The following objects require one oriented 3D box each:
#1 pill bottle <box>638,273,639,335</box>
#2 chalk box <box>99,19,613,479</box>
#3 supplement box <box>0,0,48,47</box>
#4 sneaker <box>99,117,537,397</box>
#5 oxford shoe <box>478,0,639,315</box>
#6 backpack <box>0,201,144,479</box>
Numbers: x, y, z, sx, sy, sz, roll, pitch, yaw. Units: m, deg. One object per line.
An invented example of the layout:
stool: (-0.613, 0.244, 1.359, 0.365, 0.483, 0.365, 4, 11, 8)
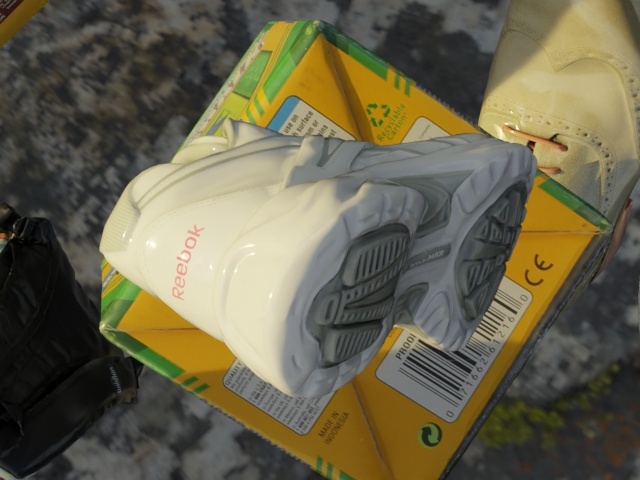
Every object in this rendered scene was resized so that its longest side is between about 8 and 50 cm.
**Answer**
pill bottle: (0.425, 0.035, 1.080, 0.392, 0.224, 0.224, -10, 109, -19)
chalk box: (0.000, 0.000, 0.908, 0.179, 0.289, 0.180, 34, 91, -11)
supplement box: (-0.283, -0.191, 1.046, 0.194, 0.191, 0.129, -3, 67, -45)
sneaker: (0.004, -0.012, 0.639, 0.232, 0.115, 0.090, -5, 117, -64)
oxford shoe: (0.177, -0.058, 1.267, 0.146, 0.140, 0.397, -52, 154, -33)
backpack: (-0.202, 0.084, 1.021, 0.115, 0.182, 0.152, -29, 107, 26)
